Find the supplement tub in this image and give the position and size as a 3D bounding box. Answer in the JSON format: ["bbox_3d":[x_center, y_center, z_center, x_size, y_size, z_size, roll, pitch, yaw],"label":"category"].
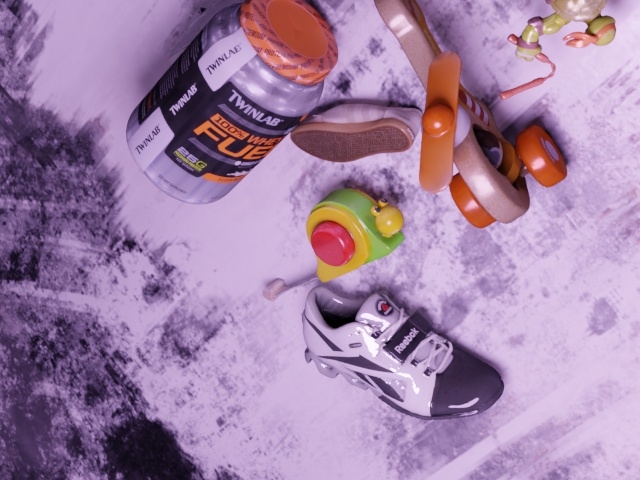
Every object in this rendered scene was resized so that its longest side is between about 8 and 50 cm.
[{"bbox_3d":[-0.127,-0.209,1.769,0.193,0.193,0.316,52,128,6],"label":"supplement tub"}]

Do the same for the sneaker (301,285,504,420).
[{"bbox_3d":[0.108,0.155,1.778,0.330,0.122,0.146,15,134,28],"label":"sneaker"}]

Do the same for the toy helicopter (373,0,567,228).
[{"bbox_3d":[0.159,-0.179,1.568,0.140,0.235,0.355,-33,81,25],"label":"toy helicopter"}]

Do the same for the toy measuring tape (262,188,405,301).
[{"bbox_3d":[0.000,0.000,1.824,0.330,0.121,0.121,-24,94,47],"label":"toy measuring tape"}]

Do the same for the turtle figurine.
[{"bbox_3d":[0.292,-0.310,1.483,0.269,0.087,0.217,-33,81,19],"label":"turtle figurine"}]

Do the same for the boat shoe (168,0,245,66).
[{"bbox_3d":[-0.168,-0.323,1.837,0.184,0.066,0.063,-32,78,39],"label":"boat shoe"}]

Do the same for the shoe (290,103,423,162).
[{"bbox_3d":[0.052,-0.159,1.761,0.219,0.058,0.076,1,139,38],"label":"shoe"}]
